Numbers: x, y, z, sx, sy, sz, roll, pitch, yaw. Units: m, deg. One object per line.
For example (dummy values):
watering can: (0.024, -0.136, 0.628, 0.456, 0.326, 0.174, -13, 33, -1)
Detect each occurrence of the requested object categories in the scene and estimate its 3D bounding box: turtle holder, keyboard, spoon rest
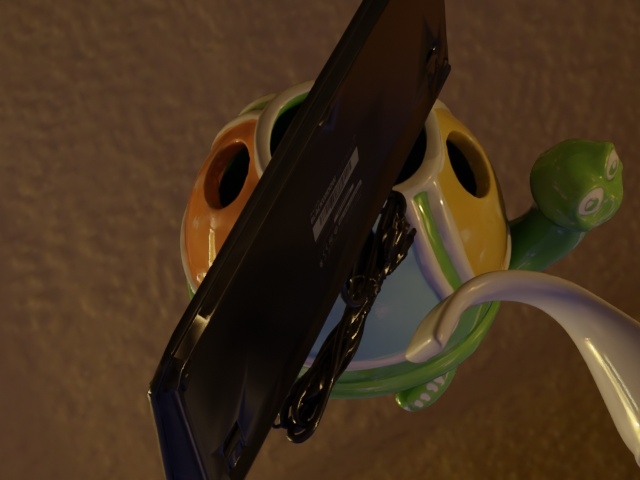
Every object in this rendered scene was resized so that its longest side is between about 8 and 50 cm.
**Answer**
turtle holder: (0.051, -0.003, 1.175, 0.320, 0.227, 0.243, 19, -122, 12)
keyboard: (0.000, 0.000, 0.762, 0.033, 0.201, 0.317, 14, -127, 20)
spoon rest: (0.197, 0.092, 0.996, 0.084, 0.276, 0.137, -69, -170, -23)
